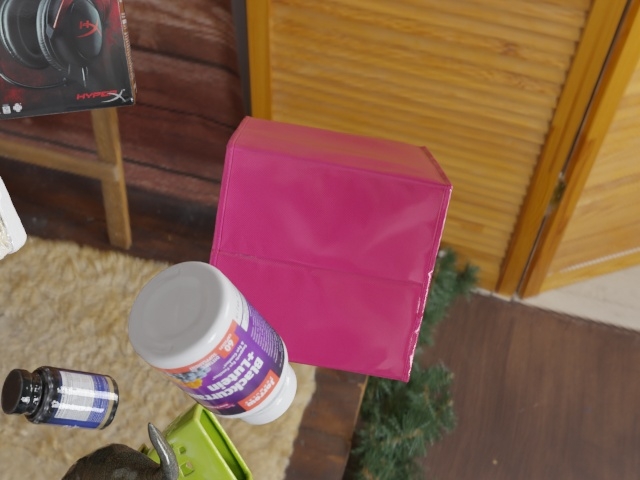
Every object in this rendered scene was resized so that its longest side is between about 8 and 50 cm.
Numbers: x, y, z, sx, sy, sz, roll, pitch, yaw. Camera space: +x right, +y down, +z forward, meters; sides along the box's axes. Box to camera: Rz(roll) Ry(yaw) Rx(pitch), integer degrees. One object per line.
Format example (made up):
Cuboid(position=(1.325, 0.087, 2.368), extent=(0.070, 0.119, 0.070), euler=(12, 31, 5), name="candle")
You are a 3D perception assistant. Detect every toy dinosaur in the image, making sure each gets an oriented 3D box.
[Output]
Cuboid(position=(-0.164, 0.225, 0.595), extent=(0.121, 0.313, 0.160), euler=(-2, 35, -13), name="toy dinosaur")

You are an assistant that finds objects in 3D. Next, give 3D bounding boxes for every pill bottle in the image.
Cuboid(position=(-0.097, 0.113, 0.835), extent=(0.108, 0.193, 0.108), euler=(-13, 54, 18), name="pill bottle")
Cuboid(position=(-0.548, 0.331, 1.760), extent=(0.219, 0.123, 0.123), euler=(18, 39, -41), name="pill bottle")

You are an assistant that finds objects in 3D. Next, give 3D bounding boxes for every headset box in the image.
Cuboid(position=(-0.351, -0.301, 1.003), extent=(0.218, 0.293, 0.110), euler=(-7, 17, -9), name="headset box")

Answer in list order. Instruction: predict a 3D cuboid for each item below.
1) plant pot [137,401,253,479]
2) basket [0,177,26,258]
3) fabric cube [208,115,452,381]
Cuboid(position=(-0.290, 0.507, 1.815), extent=(0.207, 0.227, 0.228), euler=(-32, 92, -3), name="plant pot")
Cuboid(position=(-0.694, -0.059, 1.258), extent=(0.328, 0.331, 0.266), euler=(-5, 29, 23), name="basket")
Cuboid(position=(0.000, 0.000, 1.069), extent=(0.258, 0.259, 0.254), euler=(10, 15, -4), name="fabric cube")
